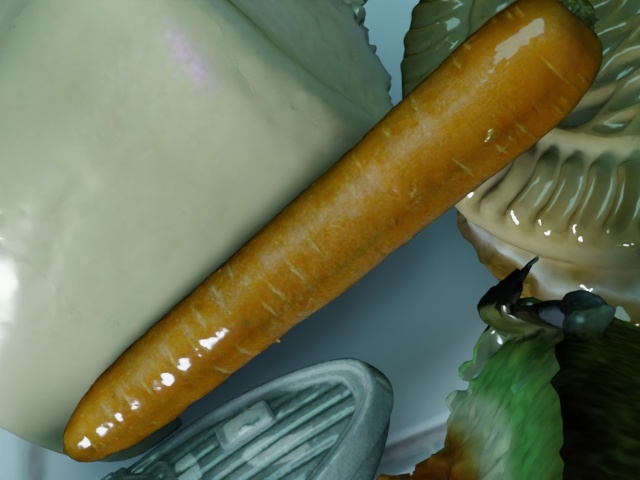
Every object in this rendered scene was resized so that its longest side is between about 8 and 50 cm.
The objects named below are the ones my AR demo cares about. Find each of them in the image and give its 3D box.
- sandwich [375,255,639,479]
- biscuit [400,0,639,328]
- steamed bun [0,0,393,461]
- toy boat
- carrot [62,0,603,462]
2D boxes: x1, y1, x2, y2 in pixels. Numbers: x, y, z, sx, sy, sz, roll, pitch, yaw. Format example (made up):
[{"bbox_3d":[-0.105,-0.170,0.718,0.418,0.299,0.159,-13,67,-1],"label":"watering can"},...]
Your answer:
[{"bbox_3d":[0.036,0.172,0.497,0.301,0.162,0.250,-53,3,7],"label":"sandwich"},{"bbox_3d":[0.147,-0.073,0.700,0.259,0.079,0.259,-20,43,20],"label":"biscuit"},{"bbox_3d":[-0.070,-0.021,0.766,0.225,0.170,0.200,-51,1,16],"label":"steamed bun"},{"bbox_3d":[-0.083,0.123,0.673,0.260,0.085,0.078,-35,39,2],"label":"toy boat"},{"bbox_3d":[0.000,0.000,0.669,0.248,0.043,0.043,-40,38,15],"label":"carrot"}]
